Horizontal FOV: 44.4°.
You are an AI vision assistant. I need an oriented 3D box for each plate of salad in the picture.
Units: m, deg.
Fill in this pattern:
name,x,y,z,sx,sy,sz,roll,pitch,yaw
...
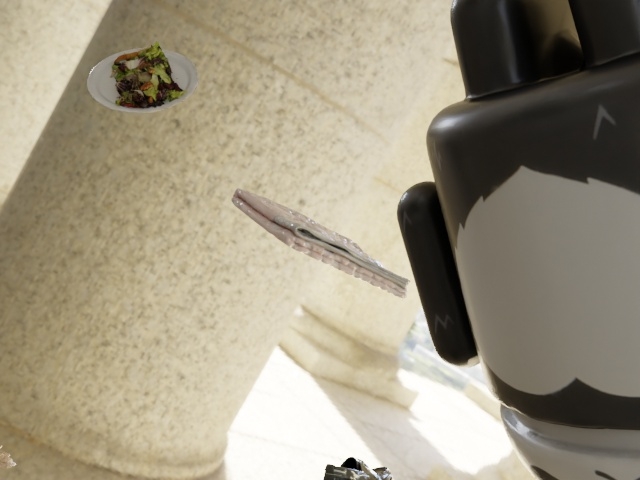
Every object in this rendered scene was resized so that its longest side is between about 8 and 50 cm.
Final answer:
name,x,y,z,sx,sy,sz,roll,pitch,yaw
plate of salad,-0.321,-0.300,1.415,0.199,0.200,0.048,32,-38,23

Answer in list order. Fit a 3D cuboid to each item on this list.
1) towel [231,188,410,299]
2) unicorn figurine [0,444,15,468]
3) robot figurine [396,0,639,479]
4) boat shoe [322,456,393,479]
name,x,y,z,sx,sy,sz,roll,pitch,yaw
towel,0.000,0.000,1.683,0.331,0.054,0.317,26,4,-31
unicorn figurine,-0.388,0.230,0.766,0.111,0.060,0.162,54,20,4
robot figurine,0.149,0.001,0.377,0.209,0.173,0.278,-149,-138,-79
boat shoe,0.080,0.477,1.589,0.084,0.079,0.233,-12,-14,32
